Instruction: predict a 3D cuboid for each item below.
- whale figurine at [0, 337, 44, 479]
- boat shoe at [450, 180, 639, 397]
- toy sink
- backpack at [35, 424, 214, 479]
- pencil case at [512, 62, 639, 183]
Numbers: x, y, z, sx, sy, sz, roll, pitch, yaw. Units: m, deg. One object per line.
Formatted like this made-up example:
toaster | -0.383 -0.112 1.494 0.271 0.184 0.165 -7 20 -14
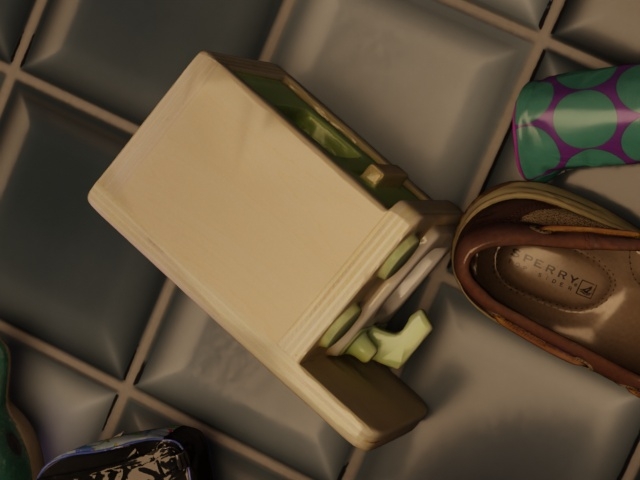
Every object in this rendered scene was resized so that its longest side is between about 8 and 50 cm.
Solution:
whale figurine | -0.308 0.126 1.315 0.216 0.141 0.272 -31 83 16
boat shoe | 0.237 0.060 1.145 0.342 0.123 0.123 23 100 4
toy sink | 0.000 0.000 1.213 0.234 0.153 0.131 42 102 12
backpack | -0.126 0.179 1.292 0.114 0.084 0.105 -9 92 13
pencil case | 0.197 -0.074 1.196 0.152 0.064 0.070 -6 134 17
